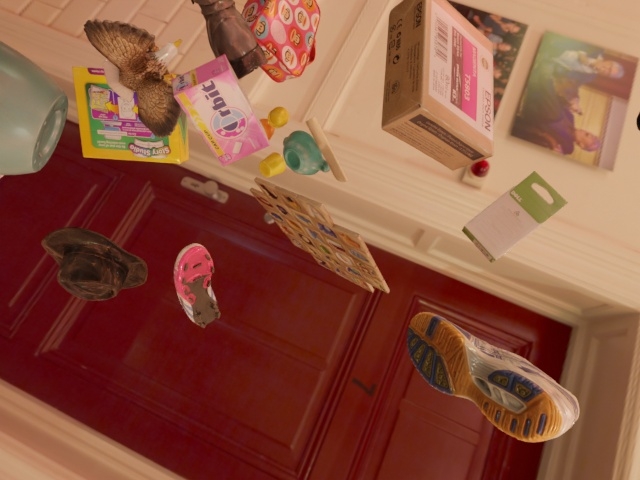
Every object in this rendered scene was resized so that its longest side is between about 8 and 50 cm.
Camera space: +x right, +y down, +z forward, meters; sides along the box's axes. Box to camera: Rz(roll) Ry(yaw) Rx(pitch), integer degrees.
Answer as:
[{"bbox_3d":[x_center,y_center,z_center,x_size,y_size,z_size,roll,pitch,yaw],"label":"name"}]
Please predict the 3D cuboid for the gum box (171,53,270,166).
[{"bbox_3d":[-0.182,-0.237,0.772,0.188,0.107,0.062,62,6,-52],"label":"gum box"}]

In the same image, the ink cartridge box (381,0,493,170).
[{"bbox_3d":[0.203,-0.265,0.679,0.088,0.193,0.235,-15,-116,52],"label":"ink cartridge box"}]

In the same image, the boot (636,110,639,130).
[{"bbox_3d":[0.543,-0.055,0.515,0.367,0.445,0.146,-42,-139,42],"label":"boot"}]

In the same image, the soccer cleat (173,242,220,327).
[{"bbox_3d":[-0.378,0.120,1.169,0.116,0.143,0.331,-32,144,-33],"label":"soccer cleat"}]

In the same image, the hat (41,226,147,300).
[{"bbox_3d":[-0.742,0.111,1.300,0.331,0.331,0.134,103,-5,-51],"label":"hat"}]

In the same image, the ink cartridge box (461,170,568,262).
[{"bbox_3d":[0.459,-0.054,0.966,0.209,0.109,0.062,-39,163,4],"label":"ink cartridge box"}]

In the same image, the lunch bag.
[{"bbox_3d":[-0.107,-0.649,1.239,0.258,0.120,0.293,31,70,-44],"label":"lunch bag"}]

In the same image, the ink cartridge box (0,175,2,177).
[{"bbox_3d":[-0.928,-0.202,1.035,0.104,0.181,0.061,-50,171,-20],"label":"ink cartridge box"}]

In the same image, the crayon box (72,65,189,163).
[{"bbox_3d":[-0.682,-0.454,1.479,0.106,0.362,0.313,-89,-177,-69],"label":"crayon box"}]

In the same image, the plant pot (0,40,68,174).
[{"bbox_3d":[-0.680,-0.268,0.827,0.293,0.235,0.293,-46,-149,39],"label":"plant pot"}]

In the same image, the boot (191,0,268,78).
[{"bbox_3d":[-0.218,-0.489,0.890,0.118,0.223,0.338,-33,-150,-4],"label":"boot"}]

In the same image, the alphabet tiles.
[{"bbox_3d":[0.000,0.000,0.845,0.011,0.285,0.342,-54,143,-14],"label":"alphabet tiles"}]

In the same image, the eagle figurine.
[{"bbox_3d":[-0.403,-0.385,0.925,0.298,0.226,0.225,-101,-148,-57],"label":"eagle figurine"}]

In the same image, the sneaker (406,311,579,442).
[{"bbox_3d":[0.276,0.223,0.688,0.131,0.296,0.112,10,106,-35],"label":"sneaker"}]

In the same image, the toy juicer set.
[{"bbox_3d":[-0.060,-0.279,1.143,0.089,0.329,0.209,-38,126,-39],"label":"toy juicer set"}]
